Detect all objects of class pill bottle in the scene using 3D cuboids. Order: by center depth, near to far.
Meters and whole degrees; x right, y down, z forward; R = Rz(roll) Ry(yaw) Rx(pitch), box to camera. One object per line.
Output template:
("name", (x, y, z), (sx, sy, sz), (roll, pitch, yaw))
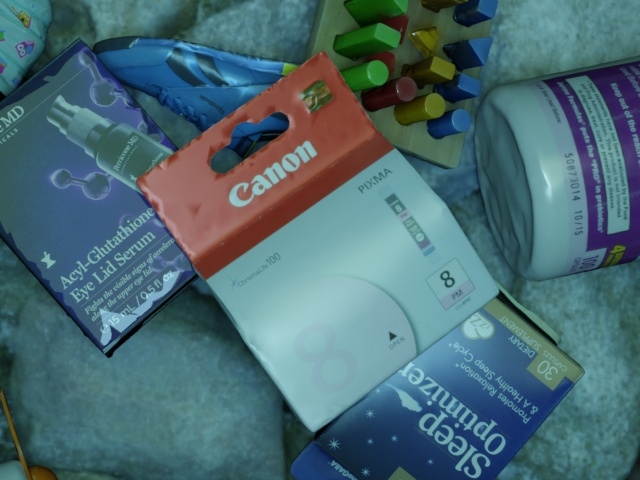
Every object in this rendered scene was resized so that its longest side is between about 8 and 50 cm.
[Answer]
("pill bottle", (0.293, -0.074, 1.251), (0.302, 0.169, 0.169), (-12, 86, -8))

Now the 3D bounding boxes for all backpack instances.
("backpack", (-0.308, -0.182, 1.199), (0.182, 0.152, 0.115), (30, 89, -15))

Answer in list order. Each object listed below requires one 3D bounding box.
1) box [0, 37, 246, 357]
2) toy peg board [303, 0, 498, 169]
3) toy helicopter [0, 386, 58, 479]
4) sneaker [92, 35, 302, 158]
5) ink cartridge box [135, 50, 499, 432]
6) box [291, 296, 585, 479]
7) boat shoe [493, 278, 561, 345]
("box", (-0.183, -0.032, 1.215), (0.153, 0.108, 0.207), (-42, 91, -9))
("toy peg board", (0.081, -0.162, 1.247), (0.161, 0.079, 0.161), (20, 77, -27))
("toy helicopter", (-0.299, 0.149, 1.169), (0.235, 0.140, 0.355), (10, 80, -8))
("sneaker", (-0.090, -0.117, 1.256), (0.209, 0.069, 0.082), (11, 86, -6))
("ink cartridge box", (0.000, 0.000, 1.161), (0.189, 0.066, 0.232), (-36, 105, -10))
("box", (0.094, 0.149, 1.246), (0.136, 0.036, 0.225), (39, 95, -2))
("boat shoe", (0.142, 0.061, 1.277), (0.133, 0.049, 0.042), (39, 73, -7))
